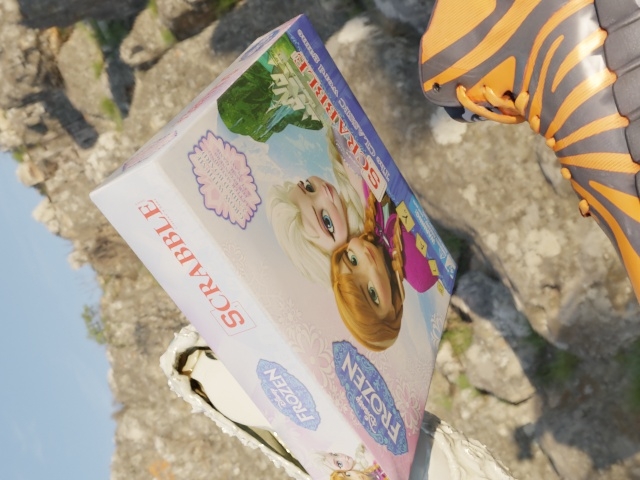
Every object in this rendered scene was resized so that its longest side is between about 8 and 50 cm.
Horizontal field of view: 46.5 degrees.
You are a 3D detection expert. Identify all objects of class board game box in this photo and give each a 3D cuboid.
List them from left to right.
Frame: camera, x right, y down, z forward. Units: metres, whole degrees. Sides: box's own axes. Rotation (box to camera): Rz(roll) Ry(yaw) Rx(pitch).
[{"bbox_3d":[0.000,0.000,0.643,0.318,0.066,0.318,55,-148,-20],"label":"board game box"}]

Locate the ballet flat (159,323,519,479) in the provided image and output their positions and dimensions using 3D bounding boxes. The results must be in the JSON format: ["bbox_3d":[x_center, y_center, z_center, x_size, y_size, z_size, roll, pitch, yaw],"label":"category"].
[{"bbox_3d":[0.005,0.200,0.747,0.409,0.147,0.147,25,163,17],"label":"ballet flat"}]

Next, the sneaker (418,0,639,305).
[{"bbox_3d":[0.173,-0.076,0.497,0.180,0.125,0.321,-16,80,49],"label":"sneaker"}]
